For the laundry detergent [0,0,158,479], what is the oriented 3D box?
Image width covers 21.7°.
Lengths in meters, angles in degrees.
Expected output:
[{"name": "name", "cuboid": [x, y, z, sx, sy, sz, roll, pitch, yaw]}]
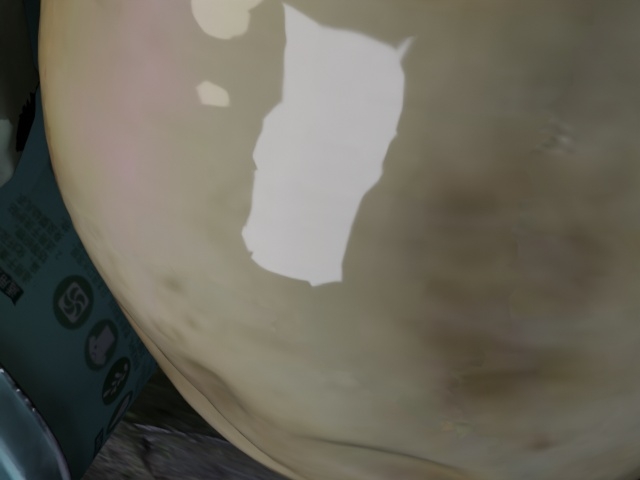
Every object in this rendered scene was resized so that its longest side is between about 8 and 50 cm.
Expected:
[{"name": "laundry detergent", "cuboid": [-0.205, -0.002, 0.865, 0.287, 0.305, 0.287, 24, 147, 16]}]

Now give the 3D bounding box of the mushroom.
[{"name": "mushroom", "cuboid": [0.050, -0.112, 0.502, 0.353, 0.353, 0.325, 42, 109, -15]}]

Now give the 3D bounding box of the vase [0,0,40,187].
[{"name": "vase", "cuboid": [-0.243, -0.159, 0.687, 0.360, 0.165, 0.165, 61, 158, 24]}]
